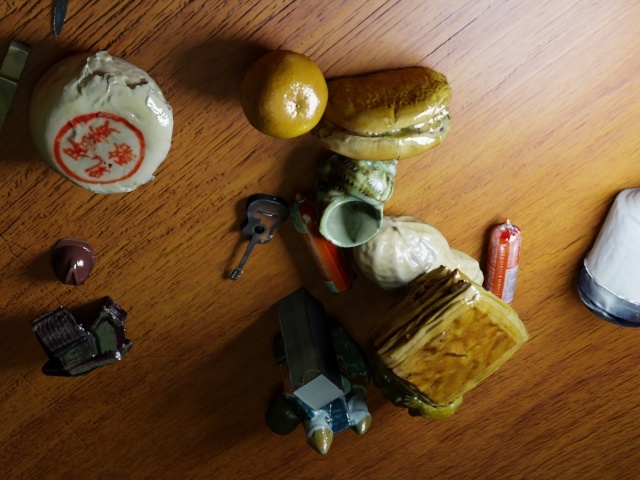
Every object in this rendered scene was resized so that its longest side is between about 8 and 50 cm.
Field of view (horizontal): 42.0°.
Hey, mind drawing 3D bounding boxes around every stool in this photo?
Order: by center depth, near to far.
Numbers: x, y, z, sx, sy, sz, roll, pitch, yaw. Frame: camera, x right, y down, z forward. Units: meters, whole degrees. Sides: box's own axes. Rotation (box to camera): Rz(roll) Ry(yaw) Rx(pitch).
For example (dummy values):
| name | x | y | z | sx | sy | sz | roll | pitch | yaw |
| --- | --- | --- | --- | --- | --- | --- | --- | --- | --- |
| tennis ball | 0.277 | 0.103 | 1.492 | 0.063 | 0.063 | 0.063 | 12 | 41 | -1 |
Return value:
| name | x | y | z | sx | sy | sz | roll | pitch | yaw |
| --- | --- | --- | --- | --- | --- | --- | --- | --- | --- |
| stool | -0.084 | 0.426 | 2.074 | 0.096 | 0.096 | 0.110 | 17 | 128 | -24 |

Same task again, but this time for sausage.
| name | x | y | z | sx | sy | sz | roll | pitch | yaw |
| --- | --- | --- | --- | --- | --- | --- | --- | --- | --- |
| sausage | 0.000 | 0.000 | 1.744 | 0.083 | 0.083 | 0.264 | -21 | 129 | 6 |
| sausage | 0.409 | 0.060 | 1.886 | 0.074 | 0.074 | 0.274 | -7 | 131 | -6 |

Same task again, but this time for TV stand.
| name | x | y | z | sx | sy | sz | roll | pitch | yaw |
| --- | --- | --- | --- | --- | --- | --- | --- | --- | --- |
| TV stand | -0.561 | -0.235 | 1.453 | 0.036 | 0.042 | 0.249 | 21 | 122 | -22 |
| TV stand | -0.024 | 0.229 | 1.804 | 0.083 | 0.269 | 0.088 | -33 | 128 | 15 |

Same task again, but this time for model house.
| name | x | y | z | sx | sy | sz | roll | pitch | yaw |
| --- | --- | --- | --- | --- | --- | --- | --- | --- | --- |
| model house | -0.514 | 0.199 | 1.794 | 0.203 | 0.141 | 0.164 | -21 | 111 | -21 |
| model house | 0.018 | 0.367 | 1.923 | 0.185 | 0.291 | 0.253 | -20 | 131 | 11 |

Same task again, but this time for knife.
| name | x | y | z | sx | sy | sz | roll | pitch | yaw |
| --- | --- | --- | --- | --- | --- | --- | --- | --- | --- |
| knife | -0.419 | -0.409 | 1.359 | 0.023 | 0.010 | 0.170 | 13 | 128 | -14 |

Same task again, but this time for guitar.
| name | x | y | z | sx | sy | sz | roll | pitch | yaw |
| --- | --- | --- | --- | --- | --- | --- | --- | --- | --- |
| guitar | -0.142 | -0.001 | 1.748 | 0.088 | 0.025 | 0.233 | 14 | 126 | -22 |

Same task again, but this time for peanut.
| name | x | y | z | sx | sy | sz | roll | pitch | yaw |
| --- | --- | --- | --- | --- | --- | --- | --- | --- | --- |
| peanut | 0.204 | 0.052 | 1.787 | 0.340 | 0.158 | 0.174 | 38 | 84 | -39 |

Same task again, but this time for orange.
| name | x | y | z | sx | sy | sz | roll | pitch | yaw |
| --- | --- | --- | --- | --- | --- | --- | --- | --- | --- |
| orange | -0.068 | -0.260 | 1.476 | 0.159 | 0.136 | 0.159 | -13 | 123 | -21 |

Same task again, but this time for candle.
| name | x | y | z | sx | sy | sz | roll | pitch | yaw |
| --- | --- | --- | --- | --- | --- | --- | --- | --- | --- |
| candle | 0.711 | 0.014 | 1.820 | 0.221 | 0.221 | 0.342 | 2 | 126 | -14 |

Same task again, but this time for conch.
| name | x | y | z | sx | sy | sz | roll | pitch | yaw |
| --- | --- | --- | --- | --- | --- | --- | --- | --- | --- |
| conch | 0.073 | -0.096 | 1.635 | 0.182 | 0.124 | 0.187 | -19 | 124 | 26 |

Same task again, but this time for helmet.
| name | x | y | z | sx | sy | sz | roll | pitch | yaw |
| --- | --- | --- | --- | --- | --- | --- | --- | --- | --- |
| helmet | -0.507 | 0.055 | 1.696 | 0.089 | 0.057 | 0.111 | 6 | 128 | -13 |

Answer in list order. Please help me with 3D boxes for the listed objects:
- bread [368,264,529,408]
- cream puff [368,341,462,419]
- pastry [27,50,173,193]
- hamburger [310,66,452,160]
| name | x | y | z | sx | sy | sz | roll | pitch | yaw |
| --- | --- | --- | --- | --- | --- | --- | --- | --- | --- |
| bread | 0.255 | 0.187 | 1.708 | 0.277 | 0.167 | 0.324 | -40 | 141 | 11 |
| cream puff | 0.231 | 0.310 | 1.962 | 0.244 | 0.196 | 0.244 | 3 | 134 | 3 |
| pastry | -0.382 | -0.204 | 1.461 | 0.265 | 0.133 | 0.264 | -8 | 128 | -10 |
| hamburger | 0.119 | -0.217 | 1.538 | 0.283 | 0.156 | 0.144 | -10 | 131 | -7 |
